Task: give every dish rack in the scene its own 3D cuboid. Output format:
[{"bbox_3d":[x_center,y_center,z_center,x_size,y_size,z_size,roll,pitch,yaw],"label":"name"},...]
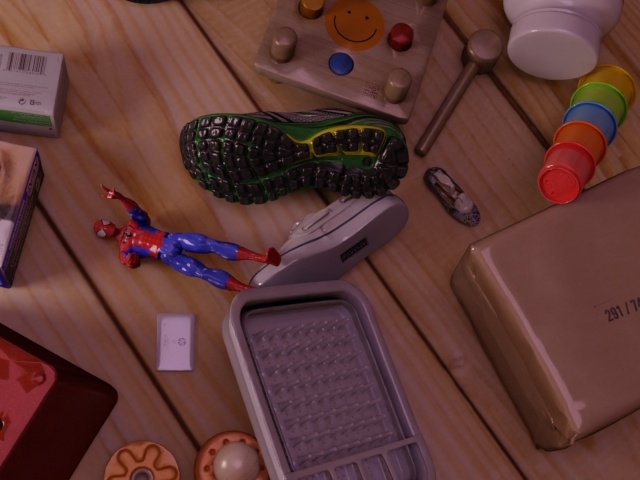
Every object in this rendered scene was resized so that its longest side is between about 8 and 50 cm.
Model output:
[{"bbox_3d":[0.003,0.222,1.368,0.285,0.072,0.333,-3,68,-48],"label":"dish rack"}]

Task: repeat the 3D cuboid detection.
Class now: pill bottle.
[{"bbox_3d":[0.398,-0.436,1.639,0.187,0.188,0.334,16,70,-3],"label":"pill bottle"}]

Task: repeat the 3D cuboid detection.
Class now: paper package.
[{"bbox_3d":[0.397,0.095,1.475,0.324,0.168,0.310,-24,77,-15],"label":"paper package"}]

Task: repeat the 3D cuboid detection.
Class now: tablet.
[{"bbox_3d":[-0.206,0.144,1.449,0.054,0.006,0.083,1,72,-9],"label":"tablet"}]

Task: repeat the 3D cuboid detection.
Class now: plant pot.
[{"bbox_3d":[-0.436,0.220,1.267,0.267,0.236,0.267,29,70,2],"label":"plant pot"}]

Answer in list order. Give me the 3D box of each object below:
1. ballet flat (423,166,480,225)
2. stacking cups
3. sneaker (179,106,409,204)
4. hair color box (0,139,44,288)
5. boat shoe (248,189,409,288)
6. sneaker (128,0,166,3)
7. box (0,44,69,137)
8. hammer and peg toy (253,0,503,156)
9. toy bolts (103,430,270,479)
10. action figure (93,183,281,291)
[{"bbox_3d":[0.204,-0.069,1.566,0.041,0.041,0.114,-41,82,-19],"label":"ballet flat"},{"bbox_3d":[0.400,-0.160,1.521,0.096,0.096,0.316,33,40,3],"label":"stacking cups"},{"bbox_3d":[-0.040,-0.131,1.518,0.343,0.146,0.134,5,113,4],"label":"sneaker"},{"bbox_3d":[-0.575,-0.066,1.410,0.338,0.110,0.185,13,69,-6],"label":"hair color box"},{"bbox_3d":[0.000,0.000,1.488,0.267,0.096,0.088,-35,52,-11],"label":"boat shoe"},{"bbox_3d":[-0.234,-0.435,1.613,0.234,0.084,0.097,-3,48,-11],"label":"sneaker"},{"bbox_3d":[-0.427,-0.217,1.491,0.101,0.087,0.102,7,72,-6],"label":"box"},{"bbox_3d":[0.101,-0.306,1.581,0.361,0.127,0.266,20,70,-2],"label":"hammer and peg toy"},{"bbox_3d":[-0.176,0.352,1.303,0.218,0.158,0.229,7,71,-7],"label":"toy bolts"},{"bbox_3d":[-0.209,0.004,1.399,0.280,0.139,0.092,14,80,23],"label":"action figure"}]
